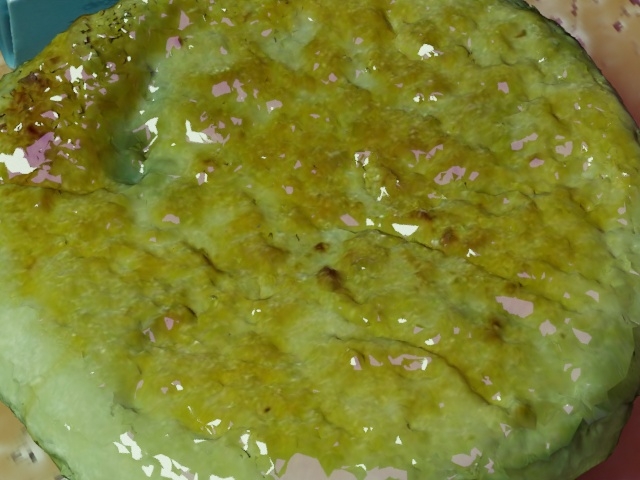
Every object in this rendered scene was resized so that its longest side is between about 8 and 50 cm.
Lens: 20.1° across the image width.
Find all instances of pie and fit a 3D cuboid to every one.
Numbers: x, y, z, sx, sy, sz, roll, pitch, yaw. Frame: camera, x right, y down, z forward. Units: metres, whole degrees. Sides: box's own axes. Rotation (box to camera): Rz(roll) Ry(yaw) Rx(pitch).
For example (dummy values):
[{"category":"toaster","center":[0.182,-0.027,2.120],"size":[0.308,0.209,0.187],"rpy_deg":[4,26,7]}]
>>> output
[{"category":"pie","center":[0.000,0.000,0.652],"size":[0.277,0.078,0.277],"rpy_deg":[0,52,-1]}]

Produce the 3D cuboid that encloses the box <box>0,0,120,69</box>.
[{"category":"box","center":[-0.100,-0.201,0.766],"size":[0.142,0.083,0.232],"rpy_deg":[-18,67,-12]}]
